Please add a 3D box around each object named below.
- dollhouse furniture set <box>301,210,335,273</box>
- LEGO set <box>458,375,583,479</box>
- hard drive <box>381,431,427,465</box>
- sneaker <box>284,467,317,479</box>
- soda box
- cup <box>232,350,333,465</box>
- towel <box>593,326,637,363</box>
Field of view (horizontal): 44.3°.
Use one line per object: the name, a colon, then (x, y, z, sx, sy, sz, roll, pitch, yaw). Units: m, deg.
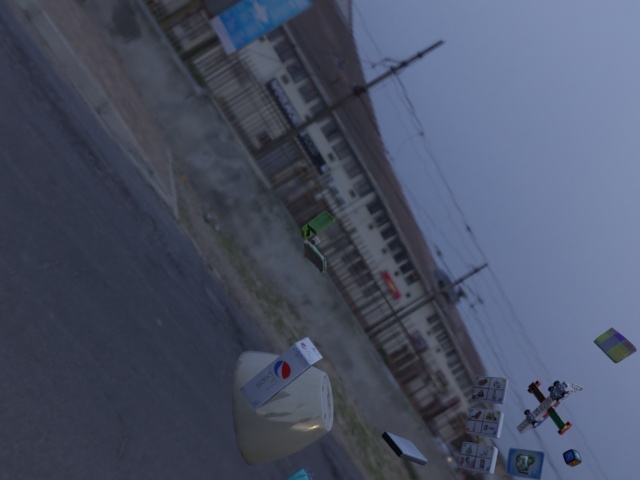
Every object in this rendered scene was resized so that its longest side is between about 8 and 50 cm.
dollhouse furniture set: (0.000, 0.000, 1.880, 0.076, 0.059, 0.151, 41, -27, 31)
LEGO set: (0.373, 0.342, 1.426, 0.060, 0.182, 0.244, 28, -22, -34)
hard drive: (0.249, 0.615, 2.323, 0.135, 0.022, 0.094, 32, 8, -43)
sneaker: (0.023, 0.541, 1.595, 0.178, 0.296, 0.123, -128, -141, -63)
soda box: (-0.100, 0.337, 1.995, 0.069, 0.216, 0.074, 53, 25, 9)
cup: (-0.094, 0.474, 2.276, 0.331, 0.237, 0.330, -7, 90, -80)
towel: (0.663, 0.237, 1.772, 0.009, 0.060, 0.083, 56, -2, -39)
